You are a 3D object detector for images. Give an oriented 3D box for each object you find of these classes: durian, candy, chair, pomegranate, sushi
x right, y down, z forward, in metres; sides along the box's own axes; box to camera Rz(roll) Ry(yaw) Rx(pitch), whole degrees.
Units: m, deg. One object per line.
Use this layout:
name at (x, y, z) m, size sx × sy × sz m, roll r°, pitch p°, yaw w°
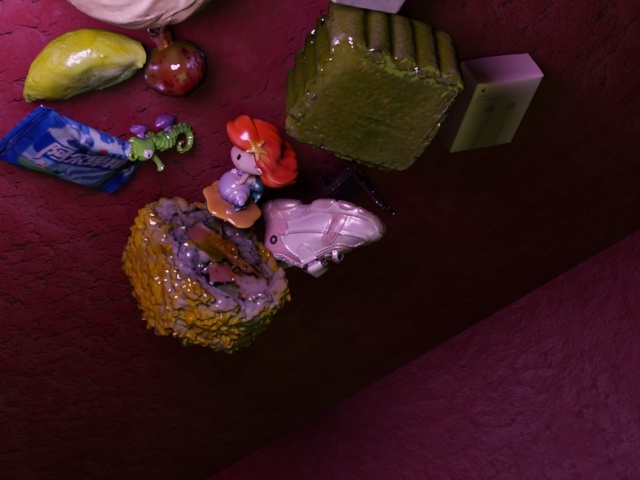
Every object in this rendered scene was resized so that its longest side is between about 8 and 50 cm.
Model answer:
durian at (-0.457, -0.330, 1.529) m, size 0.250 × 0.101 × 0.139 m, roll -21°, pitch 148°, yaw -8°
candy at (-0.520, -0.192, 1.711) m, size 0.187 × 0.077 × 0.331 m, roll -37°, pitch 149°, yaw 21°
chair at (0.090, -0.125, 2.093) m, size 0.113 × 0.229 × 0.106 m, roll -42°, pitch 144°, yaw 19°
pomegranate at (-0.287, -0.361, 1.591) m, size 0.129 × 0.129 × 0.159 m, roll -11°, pitch 137°, yaw -22°
sushi at (-0.276, 0.082, 1.987) m, size 0.351 × 0.396 × 0.240 m, roll -3°, pitch 138°, yaw -41°

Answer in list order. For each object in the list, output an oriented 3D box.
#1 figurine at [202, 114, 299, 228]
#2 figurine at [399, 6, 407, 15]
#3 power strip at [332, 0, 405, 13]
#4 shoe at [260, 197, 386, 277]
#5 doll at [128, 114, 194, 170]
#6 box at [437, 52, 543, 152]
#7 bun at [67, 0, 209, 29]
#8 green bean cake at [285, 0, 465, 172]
figurine at (-0.156, -0.177, 1.917) m, size 0.208 × 0.181 × 0.257 m, roll 29°, pitch 127°, yaw -6°
figurine at (0.123, -0.456, 1.787) m, size 0.098 × 0.082 × 0.154 m, roll 9°, pitch 136°, yaw -24°
power strip at (0.119, -0.547, 1.585) m, size 0.224 × 0.139 × 0.140 m, roll -2°, pitch 140°, yaw -33°
shoe at (0.002, 0.001, 2.106) m, size 0.351 × 0.198 × 0.172 m, roll 3°, pitch 172°, yaw 27°
doll at (-0.351, -0.217, 1.771) m, size 0.190 × 0.050 × 0.115 m, roll -32°, pitch 126°, yaw -43°
box at (0.441, -0.363, 2.115) m, size 0.203 × 0.106 × 0.251 m, roll -10°, pitch 144°, yaw -21°
bun at (-0.281, -0.500, 1.272) m, size 0.364 × 0.202 × 0.364 m, roll -17°, pitch 134°, yaw -18°
green bean cake at (0.109, -0.333, 1.732) m, size 0.319 × 0.218 × 0.335 m, roll 18°, pitch 138°, yaw -21°
